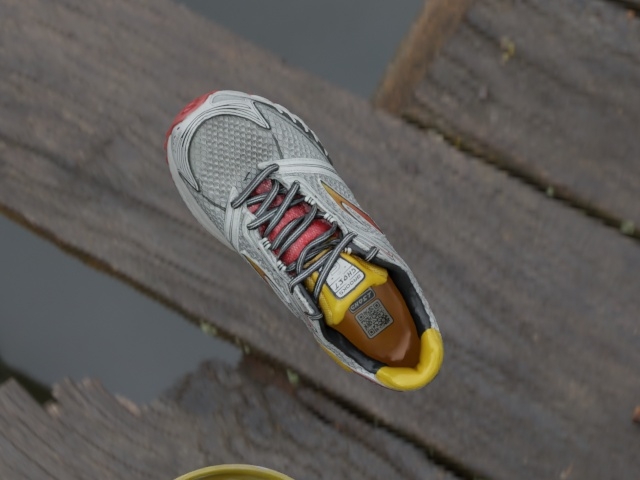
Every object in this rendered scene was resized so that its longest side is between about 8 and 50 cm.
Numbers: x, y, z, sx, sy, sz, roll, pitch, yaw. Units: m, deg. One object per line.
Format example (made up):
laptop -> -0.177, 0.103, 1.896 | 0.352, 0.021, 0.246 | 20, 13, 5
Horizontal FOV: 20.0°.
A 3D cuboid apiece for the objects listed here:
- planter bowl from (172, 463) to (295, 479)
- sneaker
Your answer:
planter bowl -> -0.087, 0.287, 1.490 | 0.217, 0.090, 0.217 | 0, 90, -20
sneaker -> 0.000, 0.000, 1.068 | 0.088, 0.093, 0.225 | -45, 107, -2
